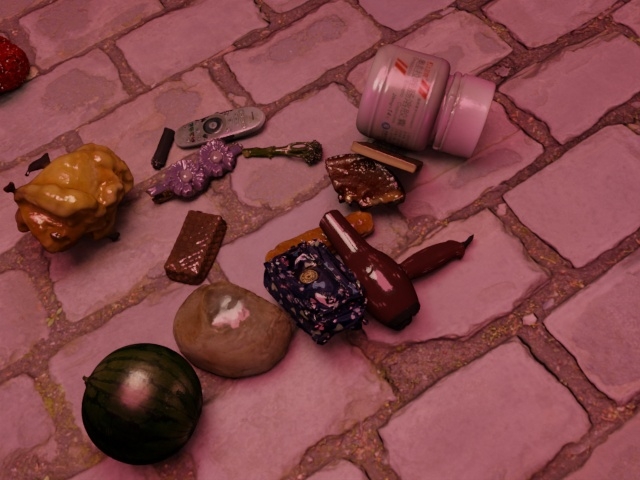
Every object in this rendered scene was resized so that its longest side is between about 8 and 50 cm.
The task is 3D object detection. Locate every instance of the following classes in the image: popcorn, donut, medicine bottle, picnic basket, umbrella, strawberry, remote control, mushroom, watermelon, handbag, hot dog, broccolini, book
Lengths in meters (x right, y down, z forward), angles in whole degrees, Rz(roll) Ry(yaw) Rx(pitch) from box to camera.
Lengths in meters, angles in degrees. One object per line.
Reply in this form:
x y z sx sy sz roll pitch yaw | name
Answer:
-0.601 -0.092 1.684 0.297 0.281 0.316 -30 27 34 | popcorn
0.120 -0.147 1.697 0.186 0.126 0.144 -9 92 19 | donut
0.262 -0.341 1.737 0.302 0.241 0.241 18 62 5 | medicine bottle
-0.307 0.011 1.697 0.110 0.055 0.193 11 60 12 | picnic basket
-0.424 -0.249 1.875 0.036 0.031 0.133 7 61 12 | umbrella
-0.936 -0.516 2.009 0.186 0.184 0.201 3 19 32 | strawberry
-0.273 -0.306 1.886 0.256 0.045 0.097 -11 58 3 | remote control
-0.210 0.188 1.519 0.267 0.164 0.190 26 64 19 | mushroom
-0.363 0.329 1.410 0.242 0.242 0.242 -3 59 4 | watermelon
-0.009 0.101 1.515 0.162 0.113 0.260 -23 48 -24 | handbag
0.000 0.001 1.670 0.285 0.061 0.088 -28 49 -12 | hot dog
-0.100 -0.227 1.828 0.216 0.058 0.067 -5 24 11 | broccolini
0.165 -0.204 1.684 0.161 0.231 0.026 21 102 8 | book

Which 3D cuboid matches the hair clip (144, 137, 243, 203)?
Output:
-0.319 -0.179 1.805 0.292 0.084 0.106 -36 80 -20 | hair clip

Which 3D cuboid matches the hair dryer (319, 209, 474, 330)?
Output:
0.202 0.020 1.611 0.340 0.123 0.313 -24 69 -22 | hair dryer
